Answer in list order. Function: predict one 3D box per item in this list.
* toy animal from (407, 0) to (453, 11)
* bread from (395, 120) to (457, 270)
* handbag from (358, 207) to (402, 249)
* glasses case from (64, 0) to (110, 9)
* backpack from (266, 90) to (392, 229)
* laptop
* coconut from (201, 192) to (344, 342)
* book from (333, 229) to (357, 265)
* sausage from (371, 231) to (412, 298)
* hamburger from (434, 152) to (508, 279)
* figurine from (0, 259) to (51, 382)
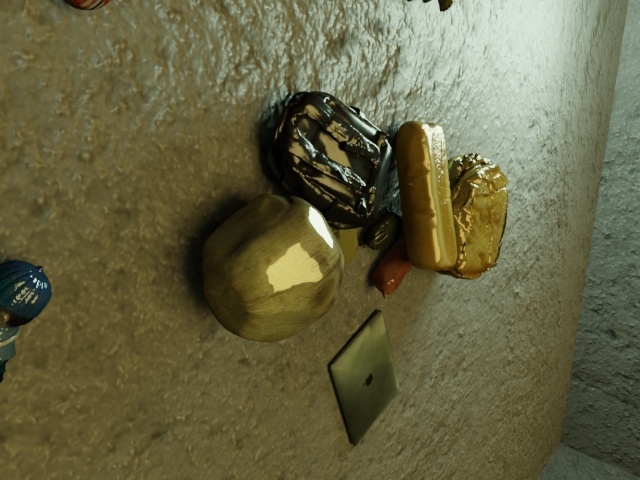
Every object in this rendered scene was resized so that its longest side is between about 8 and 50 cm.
[{"bbox_3d":[0.202,-0.504,1.083,0.101,0.103,0.218,32,78,-32],"label":"toy animal"},{"bbox_3d":[0.208,-0.087,1.183,0.142,0.091,0.305,-12,97,-53],"label":"bread"},{"bbox_3d":[0.120,-0.019,1.172,0.111,0.047,0.072,-41,136,-37],"label":"handbag"},{"bbox_3d":[-0.218,-0.327,0.629,0.194,0.049,0.073,-61,142,-17],"label":"glasses case"},{"bbox_3d":[0.017,-0.129,0.943,0.258,0.133,0.206,32,69,-42],"label":"backpack"},{"bbox_3d":[0.101,0.304,1.292,0.187,0.015,0.269,-43,133,-34],"label":"laptop"},{"bbox_3d":[-0.058,0.033,0.845,0.224,0.224,0.224,-22,119,-46],"label":"coconut"},{"bbox_3d":[0.000,0.000,1.054,0.192,0.013,0.168,-36,129,-39],"label":"book"},{"bbox_3d":[0.160,0.050,1.239,0.169,0.065,0.065,-47,135,-32],"label":"sausage"},{"bbox_3d":[0.331,-0.055,1.354,0.259,0.145,0.283,8,100,-50],"label":"hamburger"},{"bbox_3d":[-0.330,0.088,0.617,0.077,0.079,0.136,-132,-131,-85],"label":"figurine"}]
